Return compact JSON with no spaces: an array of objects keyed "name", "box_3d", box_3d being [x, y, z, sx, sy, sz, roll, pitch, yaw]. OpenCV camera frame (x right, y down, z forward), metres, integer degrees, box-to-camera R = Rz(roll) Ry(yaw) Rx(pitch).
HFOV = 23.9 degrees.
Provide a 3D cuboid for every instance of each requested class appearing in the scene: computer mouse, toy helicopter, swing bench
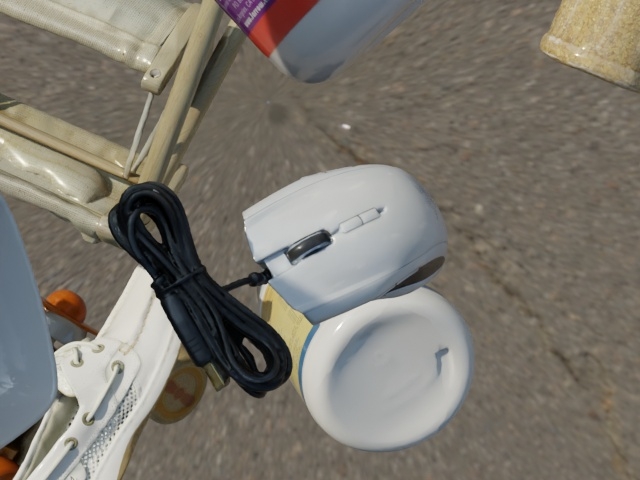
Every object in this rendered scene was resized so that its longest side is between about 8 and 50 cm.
[{"name":"computer mouse","box_3d":[0.000,0.000,0.705,0.106,0.193,0.042,56,134,11]},{"name":"toy helicopter","box_3d":[-0.243,0.140,1.469,0.140,0.355,0.234,26,109,36]},{"name":"swing bench","box_3d":[-0.213,-0.152,1.228,0.253,0.165,0.254,25,91,6]}]

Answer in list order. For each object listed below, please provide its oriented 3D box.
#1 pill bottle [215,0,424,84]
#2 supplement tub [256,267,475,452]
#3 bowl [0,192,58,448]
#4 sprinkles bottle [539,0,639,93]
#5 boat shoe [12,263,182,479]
[{"name":"pill bottle","box_3d":[-0.049,-0.255,0.838,0.181,0.181,0.323,-42,92,2]},{"name":"supplement tub","box_3d":[0.031,0.073,1.268,0.144,0.199,0.144,-7,113,-16]},{"name":"bowl","box_3d":[-0.210,0.047,0.778,0.053,0.142,0.142,-3,107,37]},{"name":"sprinkles bottle","box_3d":[0.328,-0.319,1.416,0.121,0.121,0.355,21,102,-4]},{"name":"boat shoe","box_3d":[-0.195,0.126,1.282,0.096,0.098,0.277,29,66,-21]}]
